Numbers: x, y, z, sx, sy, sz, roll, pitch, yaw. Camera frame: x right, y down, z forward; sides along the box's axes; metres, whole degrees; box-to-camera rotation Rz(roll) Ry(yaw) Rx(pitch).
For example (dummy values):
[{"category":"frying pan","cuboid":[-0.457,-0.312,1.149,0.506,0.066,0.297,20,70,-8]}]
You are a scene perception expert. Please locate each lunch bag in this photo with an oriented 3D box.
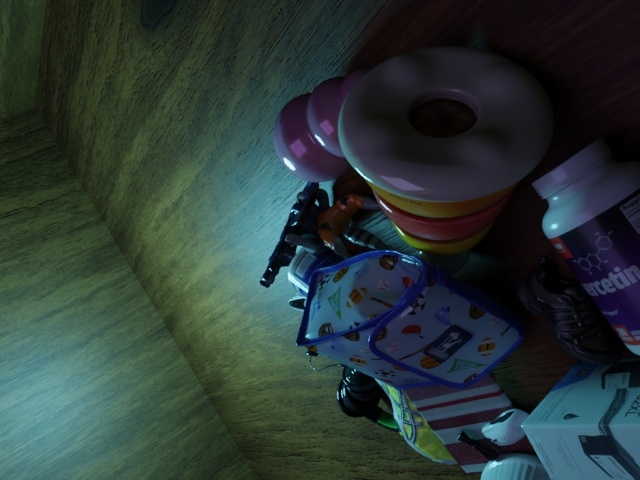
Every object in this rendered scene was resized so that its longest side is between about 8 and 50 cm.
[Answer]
[{"category":"lunch bag","cuboid":[0.191,0.177,1.267,0.328,0.239,0.385,29,146,-30]}]

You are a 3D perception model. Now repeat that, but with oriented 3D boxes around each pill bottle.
[{"category":"pill bottle","cuboid":[0.047,0.127,1.596,0.264,0.153,0.153,34,139,33]},{"category":"pill bottle","cuboid":[0.477,0.006,0.910,0.323,0.181,0.181,56,147,6]}]

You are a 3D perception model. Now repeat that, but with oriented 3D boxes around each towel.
[{"category":"towel","cuboid":[0.373,0.434,1.411,0.237,0.037,0.329,-25,107,38]}]

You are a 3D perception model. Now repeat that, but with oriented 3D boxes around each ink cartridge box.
[{"category":"ink cartridge box","cuboid":[0.549,0.306,1.010,0.129,0.223,0.307,60,147,0]}]

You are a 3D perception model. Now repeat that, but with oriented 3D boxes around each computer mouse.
[{"category":"computer mouse","cuboid":[0.411,0.450,1.351,0.106,0.042,0.193,38,131,1]}]

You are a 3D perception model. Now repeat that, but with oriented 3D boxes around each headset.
[{"category":"headset","cuboid":[0.136,0.415,1.759,0.394,0.185,0.243,29,142,15]}]

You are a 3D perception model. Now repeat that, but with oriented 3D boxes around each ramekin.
[{"category":"ramekin","cuboid":[0.495,0.642,1.366,0.273,0.127,0.273,17,127,24]}]

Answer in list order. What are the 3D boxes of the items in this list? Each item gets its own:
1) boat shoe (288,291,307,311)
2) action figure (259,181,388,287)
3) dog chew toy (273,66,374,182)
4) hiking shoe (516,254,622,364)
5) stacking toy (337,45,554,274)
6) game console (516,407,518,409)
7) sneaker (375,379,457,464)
[{"category":"boat shoe","cuboid":[-0.014,0.198,1.802,0.226,0.076,0.083,-7,109,55]},{"category":"action figure","cuboid":[0.000,0.000,1.486,0.178,0.341,0.330,36,164,-28]},{"category":"dog chew toy","cuboid":[0.041,-0.260,1.278,0.332,0.206,0.206,-27,93,48]},{"category":"hiking shoe","cuboid":[0.476,0.135,1.097,0.227,0.086,0.114,45,147,23]},{"category":"stacking toy","cuboid":[0.227,-0.089,1.123,0.350,0.350,0.480,38,158,30]},{"category":"game console","cuboid":[0.427,0.437,1.463,0.124,0.085,0.144,-113,15,-57]},{"category":"sneaker","cuboid":[0.259,0.425,1.543,0.385,0.145,0.147,55,157,5]}]
